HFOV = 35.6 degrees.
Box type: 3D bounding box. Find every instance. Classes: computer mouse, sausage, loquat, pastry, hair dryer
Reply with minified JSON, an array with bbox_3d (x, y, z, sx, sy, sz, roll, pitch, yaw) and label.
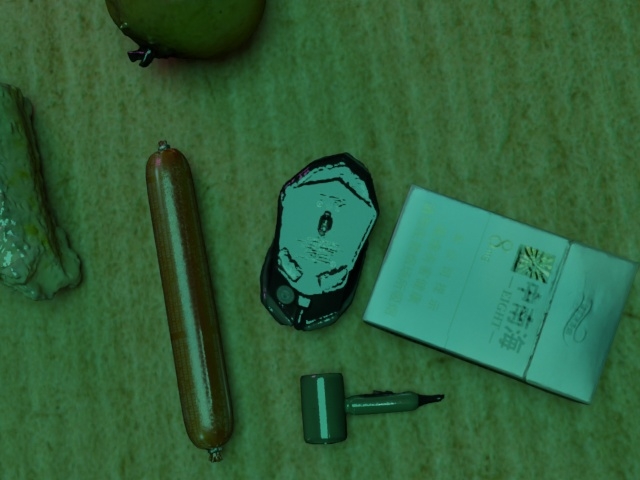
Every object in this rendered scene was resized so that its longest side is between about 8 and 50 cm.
[{"bbox_3d":[0.000,0.000,1.048,0.106,0.062,0.192,17,89,7],"label":"computer mouse"},{"bbox_3d":[-0.139,0.060,1.055,0.053,0.053,0.347,-11,80,4],"label":"sausage"},{"bbox_3d":[-0.138,-0.277,1.060,0.172,0.149,0.204,24,73,13],"label":"loquat"},{"bbox_3d":[-0.336,-0.056,1.069,0.089,0.121,0.258,-17,87,29],"label":"pastry"},{"bbox_3d":[0.055,0.170,1.034,0.150,0.047,0.071,-4,83,-6],"label":"hair dryer"}]

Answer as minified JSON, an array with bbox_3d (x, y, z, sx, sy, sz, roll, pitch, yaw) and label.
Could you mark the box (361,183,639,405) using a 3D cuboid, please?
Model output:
[{"bbox_3d":[0.181,0.055,1.019,0.243,0.067,0.155,19,85,8],"label":"box"}]
